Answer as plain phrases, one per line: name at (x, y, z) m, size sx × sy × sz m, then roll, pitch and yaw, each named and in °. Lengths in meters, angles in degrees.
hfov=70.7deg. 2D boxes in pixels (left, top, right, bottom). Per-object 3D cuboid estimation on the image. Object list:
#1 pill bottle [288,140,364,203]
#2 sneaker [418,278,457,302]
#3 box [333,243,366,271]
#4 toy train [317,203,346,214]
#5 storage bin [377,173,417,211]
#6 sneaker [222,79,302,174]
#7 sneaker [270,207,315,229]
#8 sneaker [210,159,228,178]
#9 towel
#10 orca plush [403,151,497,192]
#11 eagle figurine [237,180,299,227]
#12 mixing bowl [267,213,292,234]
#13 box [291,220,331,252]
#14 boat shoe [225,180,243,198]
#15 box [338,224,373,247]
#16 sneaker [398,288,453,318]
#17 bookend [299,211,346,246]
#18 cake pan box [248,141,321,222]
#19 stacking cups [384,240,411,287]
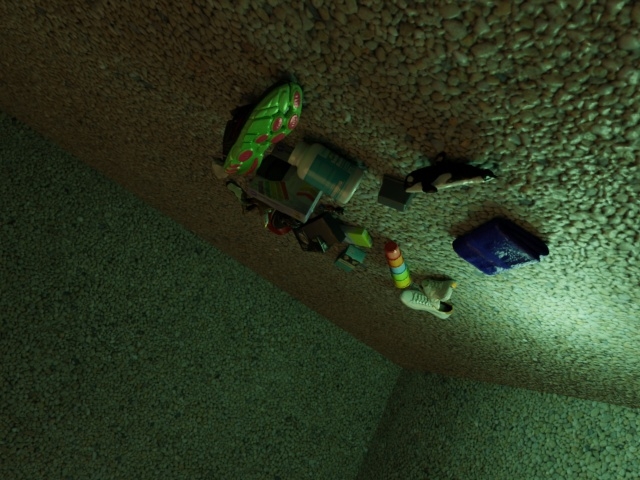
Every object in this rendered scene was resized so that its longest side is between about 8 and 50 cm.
pill bottle at (0.016, -0.258, 1.654) m, size 0.263 × 0.146 × 0.146 m, roll 30°, pitch 159°, yaw -5°
sneaker at (0.553, 0.230, 2.177) m, size 0.121 × 0.099 × 0.262 m, roll 35°, pitch 158°, yaw -3°
box at (0.155, 0.099, 2.429) m, size 0.100 × 0.060 × 0.244 m, roll 30°, pitch 160°, yaw -3°
toy train at (0.046, -0.142, 2.055) m, size 0.158 × 0.027 × 0.036 m, roll 12°, pitch 150°, yaw 38°
storage bin at (0.270, -0.163, 1.627) m, size 0.135 × 0.091 × 0.098 m, roll 23°, pitch 159°, yaw 17°
sneaker at (-0.237, -0.405, 1.561) m, size 0.185 × 0.203 × 0.482 m, roll -7°, pitch 163°, yaw -40°
sneaker at (-0.134, -0.115, 2.040) m, size 0.107 × 0.124 × 0.283 m, roll 35°, pitch 129°, yaw -27°
sneaker at (-0.481, -0.355, 2.185) m, size 0.094 × 0.080 × 0.212 m, roll 51°, pitch 154°, yaw -21°
towel at (0.638, 0.037, 1.639) m, size 0.227 × 0.076 × 0.308 m, roll 29°, pitch 159°, yaw -4°
orca plush at (0.376, -0.213, 1.367) m, size 0.287 × 0.151 × 0.102 m, roll 6°, pitch 118°, yaw 52°
eagle figurine at (-0.242, -0.168, 2.212) m, size 0.297 × 0.226 × 0.226 m, roll -1°, pitch -157°, yaw -3°
mixing bowl at (-0.224, -0.093, 2.420) m, size 0.181 × 0.098 × 0.181 m, roll 25°, pitch 158°, yaw 11°
box at (-0.042, -0.021, 2.316) m, size 0.180 × 0.077 × 0.148 m, roll 4°, pitch 127°, yaw 49°
boat shoe at (-0.447, -0.268, 2.382) m, size 0.133 × 0.049 × 0.042 m, roll 41°, pitch -175°, yaw -45°
box at (0.155, -0.024, 2.166) m, size 0.178 × 0.043 × 0.109 m, roll 12°, pitch 153°, yaw 39°
sneaker at (0.561, 0.314, 2.369) m, size 0.289 × 0.106 × 0.123 m, roll 19°, pitch 153°, yaw 0°
bookend at (0.012, -0.038, 2.145) m, size 0.156 × 0.072 × 0.157 m, roll -25°, pitch 106°, yaw 40°
cake pan box at (-0.117, -0.231, 1.752) m, size 0.266 × 0.246 × 0.070 m, roll 28°, pitch 156°, yaw 7°
stacking cups at (0.361, 0.109, 2.163) m, size 0.095 × 0.096 × 0.316 m, roll 15°, pitch 152°, yaw 32°
